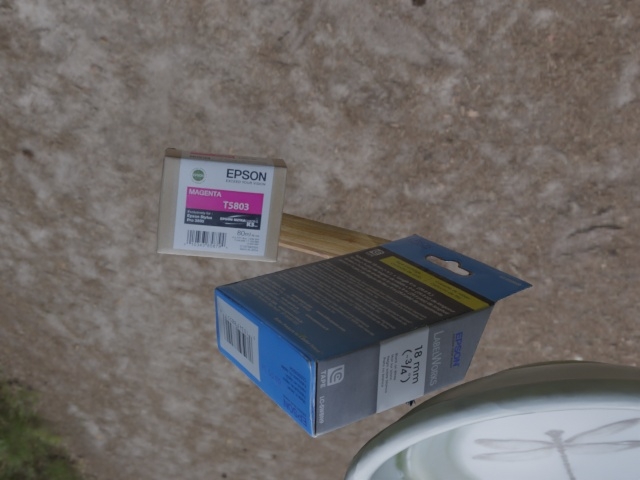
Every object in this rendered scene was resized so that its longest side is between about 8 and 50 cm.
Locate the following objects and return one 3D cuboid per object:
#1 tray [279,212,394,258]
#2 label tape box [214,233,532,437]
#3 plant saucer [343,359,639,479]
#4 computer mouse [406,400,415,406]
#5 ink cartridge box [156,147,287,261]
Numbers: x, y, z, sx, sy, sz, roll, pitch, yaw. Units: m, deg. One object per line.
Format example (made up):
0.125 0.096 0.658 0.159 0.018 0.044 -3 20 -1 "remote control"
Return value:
0.000 0.000 1.669 0.411 0.076 0.203 14 179 7 "tray"
0.067 0.104 0.964 0.334 0.105 0.241 -13 -156 -30 "label tape box"
0.222 0.207 0.677 0.401 0.100 0.400 4 138 4 "plant saucer"
0.254 0.289 1.721 0.042 0.193 0.106 24 140 47 "computer mouse"
-0.190 -0.067 1.436 0.235 0.088 0.193 4 105 -10 "ink cartridge box"
